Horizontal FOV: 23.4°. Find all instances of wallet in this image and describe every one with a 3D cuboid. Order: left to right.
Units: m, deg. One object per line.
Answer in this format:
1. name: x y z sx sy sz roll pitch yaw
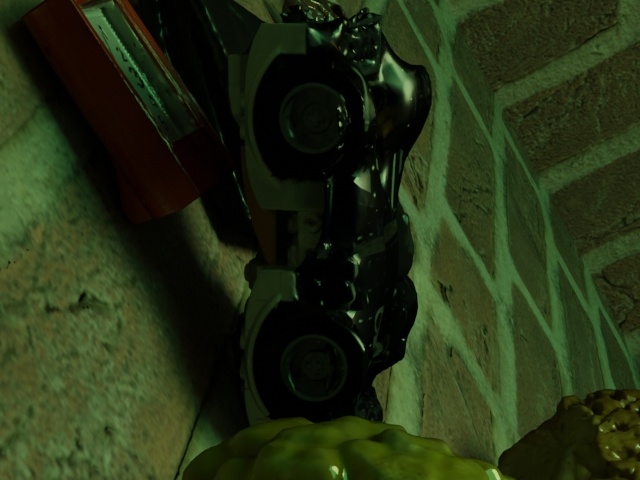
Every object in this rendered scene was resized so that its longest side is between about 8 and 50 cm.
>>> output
1. wallet: -0.021 -0.085 1.319 0.228 0.062 0.406 67 15 13

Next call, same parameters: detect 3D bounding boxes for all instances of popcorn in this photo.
1. popcorn: 0.021 0.181 0.779 0.203 0.226 0.200 162 -85 -71

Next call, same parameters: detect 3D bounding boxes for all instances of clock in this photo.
1. clock: -0.125 -0.089 0.981 0.155 0.061 0.113 59 14 -5

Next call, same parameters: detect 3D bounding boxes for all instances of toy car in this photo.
1. toy car: -0.002 0.001 0.994 0.193 0.118 0.301 -36 130 -75

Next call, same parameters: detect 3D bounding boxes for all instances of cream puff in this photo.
1. cream puff: 0.305 0.274 1.401 0.327 0.231 0.343 54 10 28

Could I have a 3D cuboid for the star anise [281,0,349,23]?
1. star anise: 0.007 -0.189 1.617 0.172 0.063 0.208 40 30 -48
